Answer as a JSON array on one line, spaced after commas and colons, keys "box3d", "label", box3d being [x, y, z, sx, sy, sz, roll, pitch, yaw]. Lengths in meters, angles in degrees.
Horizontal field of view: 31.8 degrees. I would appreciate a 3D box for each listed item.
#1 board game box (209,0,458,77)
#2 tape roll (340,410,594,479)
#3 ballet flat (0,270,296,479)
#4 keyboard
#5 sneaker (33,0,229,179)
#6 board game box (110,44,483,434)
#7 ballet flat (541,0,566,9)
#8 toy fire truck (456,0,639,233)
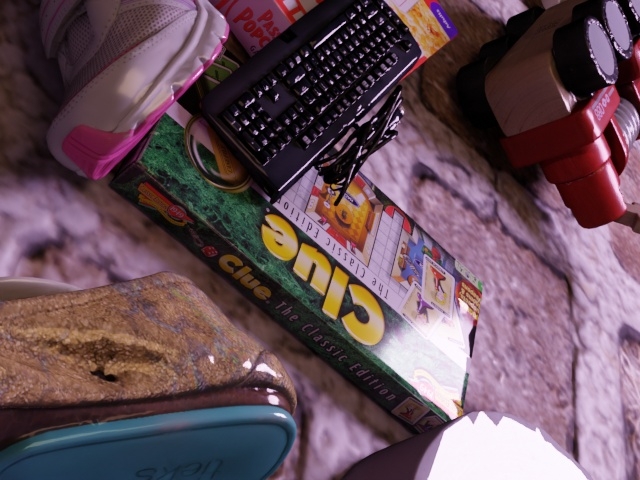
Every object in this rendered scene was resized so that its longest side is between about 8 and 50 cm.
[{"box3d": [0.009, -0.169, 0.800, 0.146, 0.045, 0.193, 53, 38, -6], "label": "board game box"}, {"box3d": [0.097, 0.207, 0.613, 0.219, 0.072, 0.219, 27, 48, -34], "label": "tape roll"}, {"box3d": [-0.156, 0.061, 0.413, 0.349, 0.123, 0.123, 1, 64, -48], "label": "ballet flat"}, {"box3d": [0.015, -0.095, 0.692, 0.100, 0.038, 0.192, 50, 48, -9], "label": "keyboard"}, {"box3d": [-0.117, -0.136, 0.603, 0.111, 0.103, 0.252, 31, 38, -25], "label": "sneaker"}, {"box3d": [0.000, 0.000, 0.687, 0.260, 0.030, 0.136, 41, 42, -21], "label": "board game box"}, {"box3d": [0.242, -0.270, 1.128, 0.052, 0.057, 0.168, 17, 52, -29], "label": "ballet flat"}, {"box3d": [0.259, -0.087, 0.957, 0.246, 0.158, 0.217, 62, 35, -14], "label": "toy fire truck"}]
